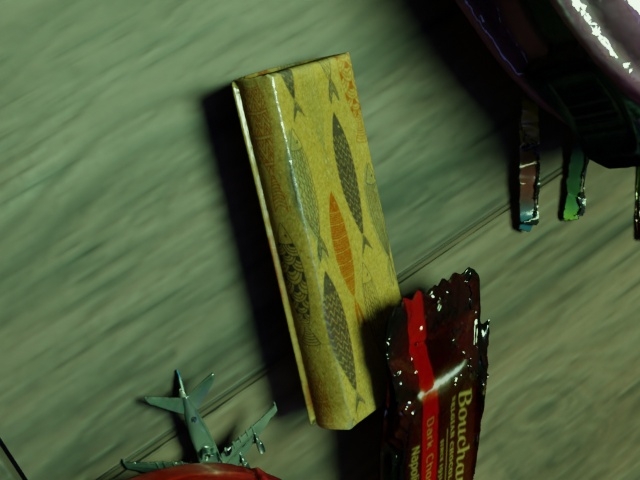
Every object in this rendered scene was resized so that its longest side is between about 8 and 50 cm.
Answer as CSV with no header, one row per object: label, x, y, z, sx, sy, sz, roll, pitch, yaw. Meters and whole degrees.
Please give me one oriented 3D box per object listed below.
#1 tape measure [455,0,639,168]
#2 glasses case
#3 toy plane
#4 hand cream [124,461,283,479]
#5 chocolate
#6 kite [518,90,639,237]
tape measure,0.167,-0.167,0.550,0.231,0.149,0.245,-38,101,-17
glasses case,-0.001,0.000,0.554,0.065,0.041,0.170,-27,109,-50
toy plane,-0.054,0.103,0.554,0.078,0.024,0.084,-20,104,-2
hand cream,-0.046,0.206,0.504,0.193,0.125,0.193,-5,104,-22
chocolate,0.052,0.107,0.578,0.086,0.028,0.182,-25,124,-47
kite,0.150,-0.140,0.624,0.152,0.015,0.285,-3,97,-23
